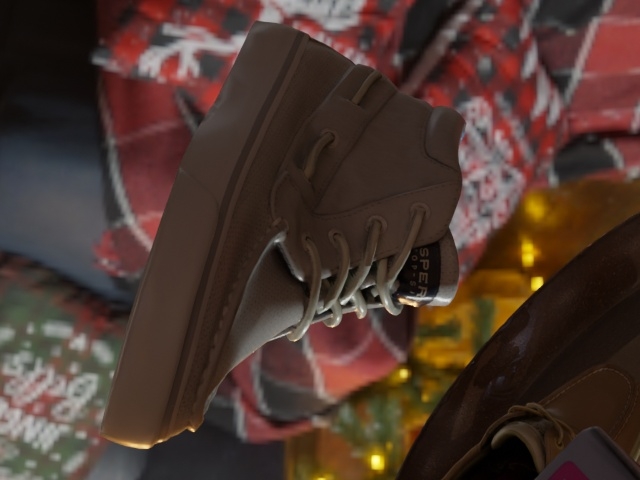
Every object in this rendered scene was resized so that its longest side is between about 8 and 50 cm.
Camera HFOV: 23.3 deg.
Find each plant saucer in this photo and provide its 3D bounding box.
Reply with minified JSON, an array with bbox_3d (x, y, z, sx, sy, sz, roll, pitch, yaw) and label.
[{"bbox_3d":[0.161,0.094,0.957,0.050,0.310,0.310,44,138,-8],"label":"plant saucer"}]

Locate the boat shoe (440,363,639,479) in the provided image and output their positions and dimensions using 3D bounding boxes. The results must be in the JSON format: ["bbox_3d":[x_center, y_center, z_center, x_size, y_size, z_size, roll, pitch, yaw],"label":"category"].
[{"bbox_3d":[0.088,0.093,0.641,0.050,0.135,0.045,22,144,41],"label":"boat shoe"}]

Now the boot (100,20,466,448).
[{"bbox_3d":[0.000,0.000,0.644,0.123,0.258,0.095,20,130,-2],"label":"boot"}]

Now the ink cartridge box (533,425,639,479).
[{"bbox_3d":[0.056,0.237,0.602,0.311,0.065,0.186,-45,125,5],"label":"ink cartridge box"}]
